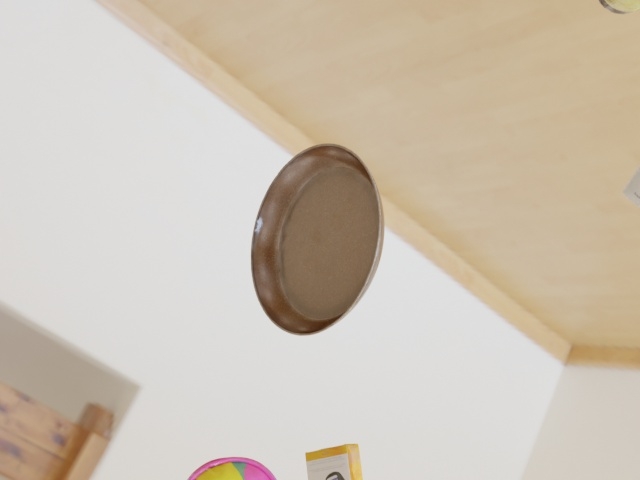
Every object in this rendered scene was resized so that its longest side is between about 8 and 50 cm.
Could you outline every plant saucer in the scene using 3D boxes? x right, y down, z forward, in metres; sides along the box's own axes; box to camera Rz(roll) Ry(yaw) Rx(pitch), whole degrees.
[{"bbox_3d":[0.000,0.000,1.552,0.050,0.311,0.310,12,174,-41],"label":"plant saucer"}]

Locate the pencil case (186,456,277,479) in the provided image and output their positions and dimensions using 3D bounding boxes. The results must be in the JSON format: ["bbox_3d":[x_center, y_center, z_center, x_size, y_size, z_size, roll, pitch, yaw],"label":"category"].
[{"bbox_3d":[-0.087,0.319,0.968,0.104,0.104,0.236,20,135,19],"label":"pencil case"}]

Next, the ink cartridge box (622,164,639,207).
[{"bbox_3d":[0.627,-0.169,1.456,0.131,0.226,0.306,45,132,27],"label":"ink cartridge box"}]

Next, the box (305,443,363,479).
[{"bbox_3d":[0.023,0.340,1.267,0.028,0.136,0.081,7,159,-44],"label":"box"}]

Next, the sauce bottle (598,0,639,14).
[{"bbox_3d":[0.592,-0.488,1.703,0.111,0.111,0.344,28,179,-4],"label":"sauce bottle"}]
